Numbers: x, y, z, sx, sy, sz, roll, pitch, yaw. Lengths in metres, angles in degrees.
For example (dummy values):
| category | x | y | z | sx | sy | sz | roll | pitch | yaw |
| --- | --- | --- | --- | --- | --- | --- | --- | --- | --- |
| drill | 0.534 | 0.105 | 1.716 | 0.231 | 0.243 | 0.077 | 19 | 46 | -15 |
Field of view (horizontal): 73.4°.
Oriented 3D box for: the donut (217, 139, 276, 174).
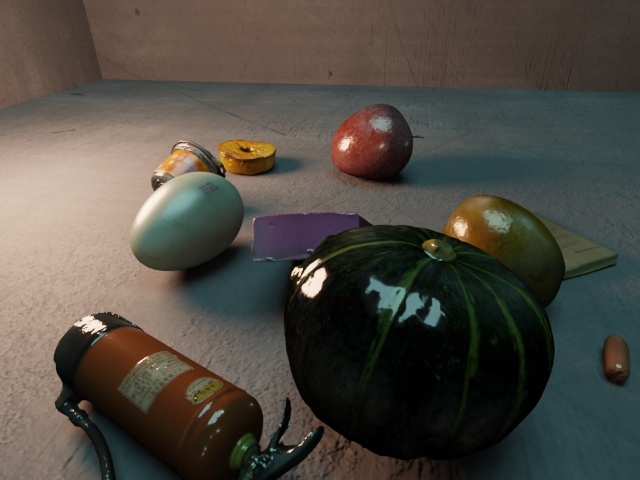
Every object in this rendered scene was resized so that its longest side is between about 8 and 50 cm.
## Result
| category | x | y | z | sx | sy | sz | roll | pitch | yaw |
| --- | --- | --- | --- | --- | --- | --- | --- | --- | --- |
| donut | -0.237 | -0.269 | 1.395 | 0.190 | 0.075 | 0.174 | -1 | 29 | -8 |

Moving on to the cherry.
| category | x | y | z | sx | sy | sz | roll | pitch | yaw |
| --- | --- | --- | --- | --- | --- | --- | --- | --- | --- |
| cherry | 0.171 | -0.300 | 1.301 | 0.284 | 0.213 | 0.236 | -9 | 21 | 4 |

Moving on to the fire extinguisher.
| category | x | y | z | sx | sy | sz | roll | pitch | yaw |
| --- | --- | --- | --- | --- | --- | --- | --- | --- | --- |
| fire extinguisher | -0.193 | 0.234 | 0.530 | 0.375 | 0.113 | 0.201 | 16 | 77 | 29 |

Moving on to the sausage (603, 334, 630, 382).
| category | x | y | z | sx | sy | sz | roll | pitch | yaw |
| --- | --- | --- | --- | --- | --- | --- | --- | --- | --- |
| sausage | 0.448 | 0.178 | 0.649 | 0.034 | 0.034 | 0.083 | 14 | 34 | 24 |

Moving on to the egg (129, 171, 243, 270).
| category | x | y | z | sx | sy | sz | roll | pitch | yaw |
| --- | --- | --- | --- | --- | --- | --- | --- | --- | --- |
| egg | -0.272 | -0.038 | 0.891 | 0.182 | 0.183 | 0.264 | 17 | 41 | 27 |

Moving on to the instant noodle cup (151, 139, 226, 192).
| category | x | y | z | sx | sy | sz | roll | pitch | yaw |
| --- | --- | --- | --- | --- | --- | --- | --- | --- | --- |
| instant noodle cup | -0.356 | -0.152 | 1.124 | 0.208 | 0.178 | 0.126 | -14 | 31 | 46 |

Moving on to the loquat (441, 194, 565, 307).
| category | x | y | z | sx | sy | sz | roll | pitch | yaw |
| --- | --- | --- | --- | --- | --- | --- | --- | --- | --- |
| loquat | 0.322 | 0.024 | 0.763 | 0.179 | 0.179 | 0.227 | -30 | 71 | -40 |

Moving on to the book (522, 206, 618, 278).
| category | x | y | z | sx | sy | sz | roll | pitch | yaw |
| --- | --- | --- | --- | --- | --- | --- | --- | --- | --- |
| book | 0.469 | -0.004 | 0.970 | 0.214 | 0.025 | 0.283 | -12 | 32 | -17 |

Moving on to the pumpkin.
| category | x | y | z | sx | sy | sz | roll | pitch | yaw |
| --- | --- | --- | --- | --- | --- | --- | --- | --- | --- |
| pumpkin | 0.111 | 0.111 | 0.536 | 0.322 | 0.242 | 0.323 | 15 | 15 | -4 |

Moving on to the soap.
| category | x | y | z | sx | sy | sz | roll | pitch | yaw |
| --- | --- | --- | --- | --- | --- | --- | --- | --- | --- |
| soap | 0.000 | -0.002 | 0.795 | 0.180 | 0.081 | 0.259 | -2 | -3 | 13 |
